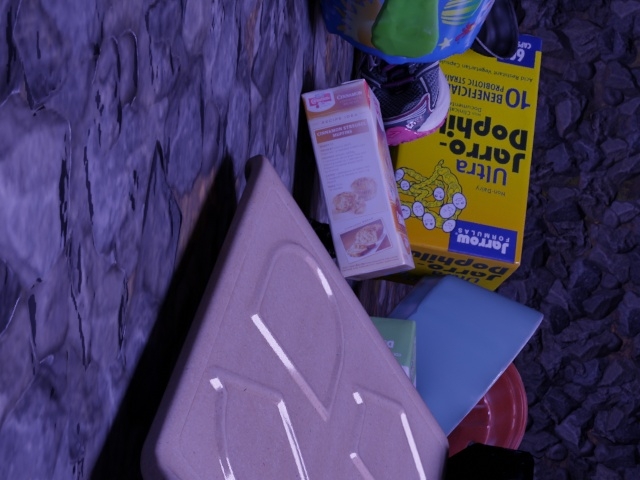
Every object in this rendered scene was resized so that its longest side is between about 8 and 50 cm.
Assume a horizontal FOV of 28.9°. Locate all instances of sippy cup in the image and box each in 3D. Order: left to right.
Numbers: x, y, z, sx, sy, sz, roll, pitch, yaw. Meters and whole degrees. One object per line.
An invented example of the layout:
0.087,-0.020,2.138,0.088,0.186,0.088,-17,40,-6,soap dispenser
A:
0.092,-0.299,1.176,0.305,0.240,0.224,-35,150,-36,sippy cup

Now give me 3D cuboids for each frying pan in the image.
0.173,-0.371,1.678,0.326,0.053,0.197,40,41,-35,frying pan

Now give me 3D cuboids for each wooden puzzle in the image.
-0.014,0.155,0.887,0.322,0.080,0.348,58,25,-29,wooden puzzle

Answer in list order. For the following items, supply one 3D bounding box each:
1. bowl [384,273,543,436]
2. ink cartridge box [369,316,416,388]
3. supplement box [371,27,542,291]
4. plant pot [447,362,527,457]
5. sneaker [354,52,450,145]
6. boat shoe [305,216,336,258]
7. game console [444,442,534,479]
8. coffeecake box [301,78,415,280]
0.147,0.165,1.720,0.311,0.163,0.311,-47,174,-6,bowl
0.031,0.284,1.412,0.207,0.119,0.354,85,14,-49,ink cartridge box
0.191,-0.119,1.814,0.195,0.194,0.357,115,-16,-71,supplement box
0.190,0.280,2.007,0.265,0.272,0.273,16,80,-76,plant pot
0.092,-0.241,1.540,0.112,0.120,0.299,61,25,-49,sneaker
0.000,0.000,1.288,0.142,0.040,0.049,-19,114,-81,boat shoe
0.038,0.317,1.049,0.361,0.044,0.213,-39,-158,36,game console
0.041,-0.057,1.263,0.142,0.068,0.186,17,60,-81,coffeecake box
